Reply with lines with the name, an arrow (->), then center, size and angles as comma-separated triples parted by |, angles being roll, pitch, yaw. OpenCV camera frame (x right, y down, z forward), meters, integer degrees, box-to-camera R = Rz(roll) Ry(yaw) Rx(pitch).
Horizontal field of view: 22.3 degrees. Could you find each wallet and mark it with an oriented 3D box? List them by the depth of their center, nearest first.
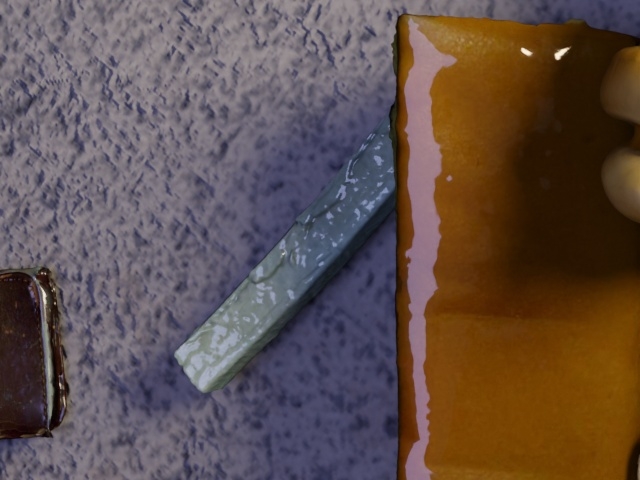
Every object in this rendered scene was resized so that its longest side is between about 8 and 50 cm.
wallet -> -0.282, 0.085, 1.145 | 0.232, 0.031, 0.122 | -4, 88, 24

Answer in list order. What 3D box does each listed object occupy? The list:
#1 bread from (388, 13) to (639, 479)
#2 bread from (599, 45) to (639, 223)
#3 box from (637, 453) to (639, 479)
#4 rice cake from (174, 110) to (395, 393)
bread -> 0.108, 0.057, 0.904 | 0.138, 0.077, 0.361 | -1, 95, -2
bread -> 0.245, -0.141, 0.790 | 0.121, 0.173, 0.311 | 36, 103, 29
box -> 0.258, 0.120, 0.843 | 0.177, 0.111, 0.111 | -25, 84, 26
rice cake -> 0.000, 0.000, 0.990 | 0.042, 0.045, 0.245 | 47, 112, 13
